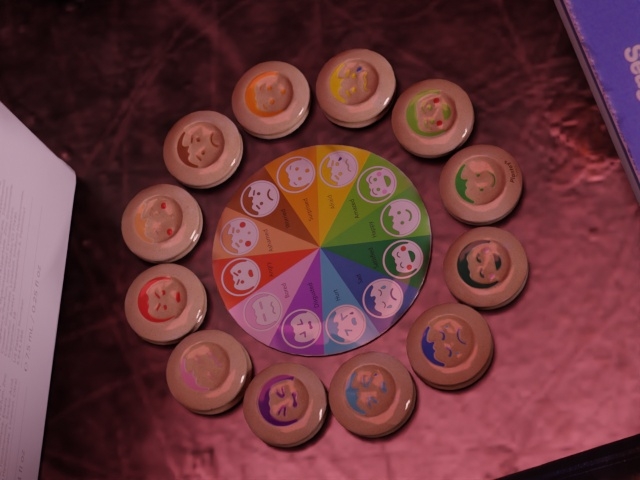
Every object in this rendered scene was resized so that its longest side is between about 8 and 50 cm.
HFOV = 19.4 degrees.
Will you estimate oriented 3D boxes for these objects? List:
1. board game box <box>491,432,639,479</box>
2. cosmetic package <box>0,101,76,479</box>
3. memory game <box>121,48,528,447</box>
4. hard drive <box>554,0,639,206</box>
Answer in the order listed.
[{"bbox_3d":[0.131,0.141,0.605,0.042,0.243,0.165,-3,75,-30],"label":"board game box"},{"bbox_3d":[-0.203,0.095,0.680,0.097,0.284,0.377,0,69,14],"label":"cosmetic package"},{"bbox_3d":[0.000,0.000,0.813,0.186,0.012,0.186,-5,69,12],"label":"memory game"},{"bbox_3d":[0.260,-0.133,0.783,0.319,0.040,0.210,-21,66,5],"label":"hard drive"}]
